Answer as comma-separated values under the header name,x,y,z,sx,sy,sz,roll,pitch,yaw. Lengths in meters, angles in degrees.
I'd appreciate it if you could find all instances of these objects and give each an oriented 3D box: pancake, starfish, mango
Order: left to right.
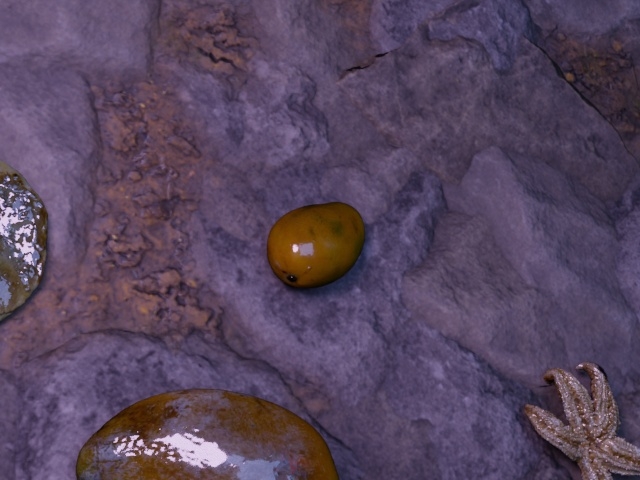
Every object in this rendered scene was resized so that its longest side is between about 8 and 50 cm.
name,x,y,z,sx,sy,sz,roll,pitch,yaw
pancake,-0.445,-0.006,1.414,0.253,0.037,0.254,8,71,-24
mango,-0.131,0.275,1.421,0.316,0.146,0.193,11,67,-8
mango,0.000,0.005,1.598,0.163,0.089,0.111,-12,78,-37
starfish,0.398,0.293,1.714,0.216,0.071,0.238,1,80,-20
